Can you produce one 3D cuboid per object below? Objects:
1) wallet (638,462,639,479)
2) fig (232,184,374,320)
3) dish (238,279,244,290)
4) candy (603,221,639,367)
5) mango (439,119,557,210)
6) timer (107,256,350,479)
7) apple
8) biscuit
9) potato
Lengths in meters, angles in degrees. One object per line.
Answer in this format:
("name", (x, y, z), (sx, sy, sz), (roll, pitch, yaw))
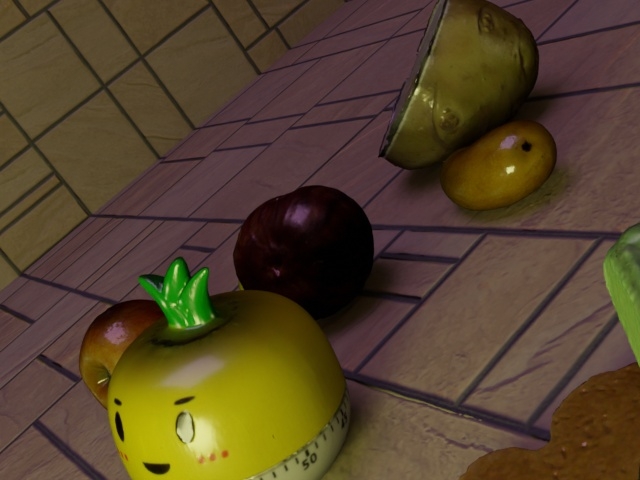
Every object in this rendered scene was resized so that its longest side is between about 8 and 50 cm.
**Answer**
("wallet", (0.222, 0.216, 0.423), (0.197, 0.051, 0.378), (-8, 65, 52))
("fig", (0.005, 0.014, 1.320), (0.203, 0.186, 0.249), (-39, -17, 32))
("dish", (-0.073, 0.041, 1.477), (0.149, 0.080, 0.207), (-46, 21, -26))
("candy", (0.293, 0.110, 0.614), (0.142, 0.132, 0.344), (-37, 28, 24))
("mango", (0.237, -0.101, 1.276), (0.136, 0.099, 0.227), (-47, 15, -18))
("timer", (-0.116, 0.137, 1.001), (0.285, 0.285, 0.285), (-31, 21, 13))
("apple", (-0.286, 0.173, 1.446), (0.195, 0.160, 0.173), (-7, 13, 42))
("biscuit", (0.186, 0.224, 0.711), (0.216, 0.047, 0.340), (-6, 33, 49))
("potato", (0.230, -0.237, 1.476), (0.246, 0.196, 0.300), (-119, 53, -90))
